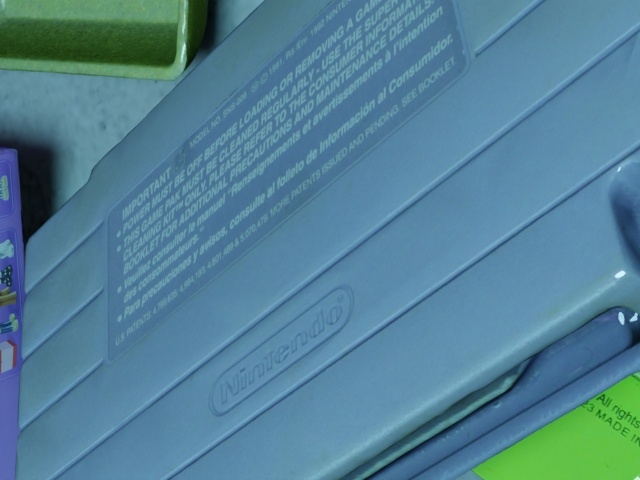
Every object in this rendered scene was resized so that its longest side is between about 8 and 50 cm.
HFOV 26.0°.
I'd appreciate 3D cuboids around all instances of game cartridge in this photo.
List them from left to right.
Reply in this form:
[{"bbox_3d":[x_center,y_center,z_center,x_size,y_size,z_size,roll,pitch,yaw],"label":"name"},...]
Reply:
[{"bbox_3d":[0.000,0.000,0.521,0.355,0.068,0.230,-38,38,34],"label":"game cartridge"}]

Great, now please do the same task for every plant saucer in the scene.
[{"bbox_3d":[-0.114,-0.174,0.665,0.188,0.045,0.188,9,98,38],"label":"plant saucer"}]

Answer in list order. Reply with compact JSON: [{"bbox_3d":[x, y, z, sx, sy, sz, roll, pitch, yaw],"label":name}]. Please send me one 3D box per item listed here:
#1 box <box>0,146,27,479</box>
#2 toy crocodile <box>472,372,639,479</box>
[{"bbox_3d":[-0.237,0.084,0.743,0.201,0.057,0.293,13,111,37],"label":"box"},{"bbox_3d":[0.152,0.104,0.442,0.340,0.105,0.115,29,94,36],"label":"toy crocodile"}]
